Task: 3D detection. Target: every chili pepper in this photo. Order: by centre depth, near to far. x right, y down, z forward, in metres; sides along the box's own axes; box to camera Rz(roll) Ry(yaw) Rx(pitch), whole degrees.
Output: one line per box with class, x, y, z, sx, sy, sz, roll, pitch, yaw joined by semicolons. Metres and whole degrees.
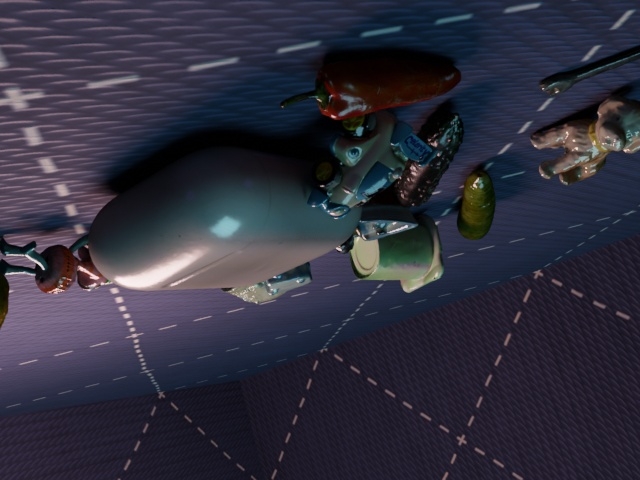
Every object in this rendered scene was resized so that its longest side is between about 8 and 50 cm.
chili pepper;0.069;-0.177;0.988;0.272;0.071;0.063;-14;128;-31

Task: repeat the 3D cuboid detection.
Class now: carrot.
carrot;0.305;-0.073;1.690;0.074;0.074;0.358;-17;164;3

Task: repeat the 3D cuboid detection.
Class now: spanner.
spanner;0.427;-0.253;1.198;0.254;0.015;0.054;-20;164;14

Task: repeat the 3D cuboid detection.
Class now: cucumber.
cucumber;0.159;-0.122;1.310;0.072;0.072;0.300;-14;165;-8

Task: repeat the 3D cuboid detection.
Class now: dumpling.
dumpling;-0.093;0.065;1.642;0.152;0.108;0.219;2;-159;33

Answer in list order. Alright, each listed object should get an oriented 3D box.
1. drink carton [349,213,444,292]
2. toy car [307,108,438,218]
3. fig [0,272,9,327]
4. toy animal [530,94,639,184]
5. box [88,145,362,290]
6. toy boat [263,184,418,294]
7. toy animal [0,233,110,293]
drink carton;0.145;0.021;1.757;0.142;0.144;0.146;3;159;-28
toy car;0.064;-0.092;1.120;0.161;0.098;0.126;-59;145;2
fig;-0.553;0.110;1.224;0.233;0.167;0.167;-19;169;-21
toy animal;0.472;-0.169;1.421;0.184;0.104;0.185;-3;157;-39
box;-0.125;-0.024;1.217;0.288;0.141;0.349;-23;166;33
toy boat;0.000;0.000;1.479;0.332;0.133;0.145;-17;166;3
toy animal;-0.372;0.026;1.287;0.208;0.100;0.103;12;111;-58
